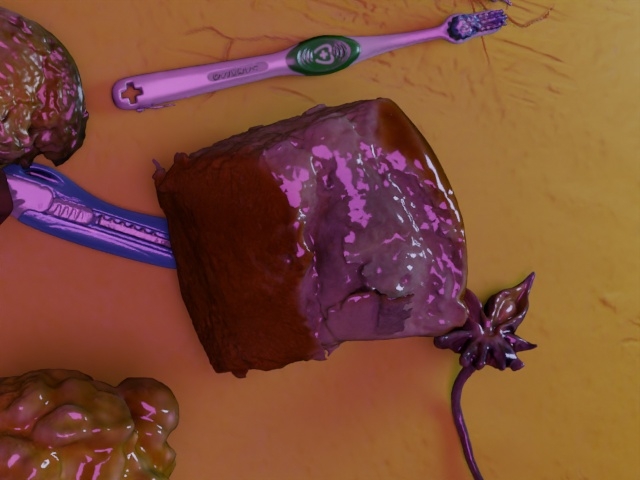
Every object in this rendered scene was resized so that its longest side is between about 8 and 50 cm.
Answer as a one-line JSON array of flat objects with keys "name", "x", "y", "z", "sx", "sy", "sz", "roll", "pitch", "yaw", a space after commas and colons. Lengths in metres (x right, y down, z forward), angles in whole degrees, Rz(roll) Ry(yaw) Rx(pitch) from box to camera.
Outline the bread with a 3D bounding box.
[{"name": "bread", "x": 0.000, "y": 0.000, "z": 1.363, "sx": 0.225, "sy": 0.279, "sz": 0.250, "roll": -21, "pitch": 99, "yaw": -30}]

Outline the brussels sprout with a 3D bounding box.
[{"name": "brussels sprout", "x": -0.307, "y": -0.150, "z": 1.368, "sx": 0.139, "sy": 0.100, "sz": 0.181, "roll": -41, "pitch": 90, "yaw": -11}]

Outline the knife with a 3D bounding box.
[{"name": "knife", "x": -0.222, "y": -0.022, "z": 1.428, "sx": 0.222, "sy": 0.031, "sz": 0.064, "roll": 20, "pitch": 85, "yaw": -14}]

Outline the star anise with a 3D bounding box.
[{"name": "star anise", "x": 0.179, "y": 0.163, "z": 1.545, "sx": 0.148, "sy": 0.218, "sz": 0.227, "roll": -26, "pitch": 146, "yaw": -38}]

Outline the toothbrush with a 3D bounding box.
[{"name": "toothbrush", "x": -0.009, "y": -0.189, "z": 1.465, "sx": 0.418, "sy": 0.040, "sz": 0.042, "roll": -12, "pitch": 94, "yaw": -7}]

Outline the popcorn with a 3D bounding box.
[{"name": "popcorn", "x": -0.256, "y": 0.231, "z": 1.343, "sx": 0.242, "sy": 0.235, "sz": 0.250, "roll": 8, "pitch": 110, "yaw": -15}]

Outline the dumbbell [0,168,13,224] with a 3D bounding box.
[{"name": "dumbbell", "x": -0.384, "y": 0.007, "z": 1.328, "sx": 0.231, "sy": 0.092, "sz": 0.082, "roll": -42, "pitch": 76, "yaw": 20}]

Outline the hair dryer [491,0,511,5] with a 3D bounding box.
[{"name": "hair dryer", "x": 0.149, "y": -0.274, "z": 1.494, "sx": 0.124, "sy": 0.038, "sz": 0.063, "roll": 27, "pitch": 90, "yaw": -21}]
